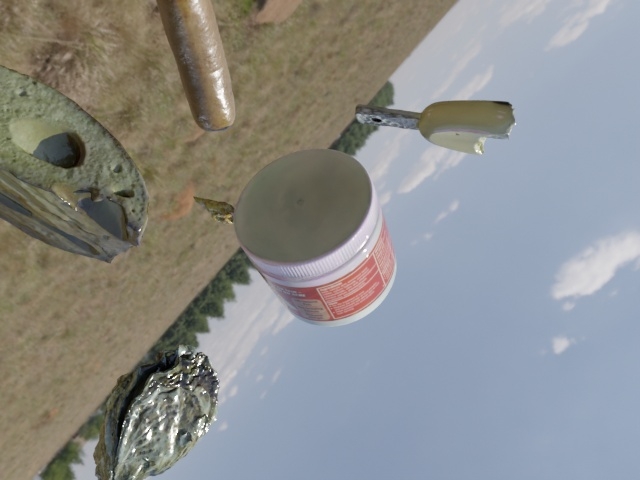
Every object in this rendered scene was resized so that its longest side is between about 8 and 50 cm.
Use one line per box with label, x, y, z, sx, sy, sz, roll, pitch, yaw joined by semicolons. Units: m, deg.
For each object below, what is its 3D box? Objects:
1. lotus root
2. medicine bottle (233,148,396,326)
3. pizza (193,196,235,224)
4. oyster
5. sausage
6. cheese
lotus root;-0.396;-0.106;0.792;0.210;0.314;0.141;-19;-138;42
medicine bottle;0.000;0.000;1.002;0.252;0.253;0.240;-52;146;-19
pizza;-0.226;-0.063;1.171;0.123;0.109;0.026;137;-23;-72
oyster;-0.291;0.304;0.946;0.112;0.198;0.268;-3;-158;44
sausage;-0.290;-0.452;1.276;0.500;0.123;0.136;86;3;-57
cheese;0.162;-0.172;0.796;0.127;0.235;0.049;31;72;-71
